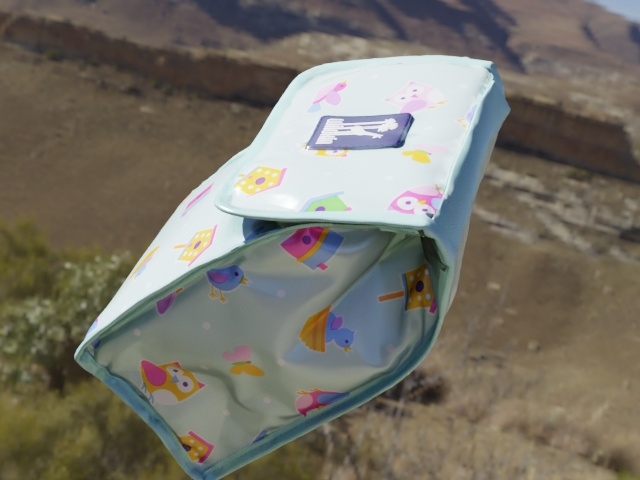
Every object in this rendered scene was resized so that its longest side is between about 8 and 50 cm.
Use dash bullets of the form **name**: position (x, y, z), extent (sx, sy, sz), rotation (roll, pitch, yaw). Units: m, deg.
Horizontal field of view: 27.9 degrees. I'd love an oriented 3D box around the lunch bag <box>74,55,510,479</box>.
- **lunch bag**: position (0.000, 0.000, 0.824), extent (0.160, 0.262, 0.223), rotation (46, 33, -13)
